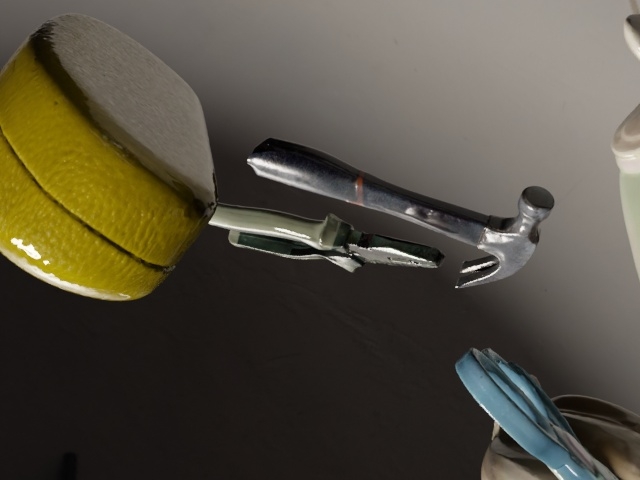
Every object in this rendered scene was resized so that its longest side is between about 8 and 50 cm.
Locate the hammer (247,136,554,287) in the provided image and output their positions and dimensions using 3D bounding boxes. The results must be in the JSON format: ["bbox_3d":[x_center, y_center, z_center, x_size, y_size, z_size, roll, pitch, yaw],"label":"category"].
[{"bbox_3d":[0.068,-0.036,0.943,0.289,0.137,0.037,18,48,5],"label":"hammer"}]

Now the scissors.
[{"bbox_3d":[0.188,0.171,0.645,0.030,0.125,0.256,-45,72,12],"label":"scissors"}]

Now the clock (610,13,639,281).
[{"bbox_3d":[0.165,0.002,0.322,0.062,0.151,0.191,-39,45,38],"label":"clock"}]

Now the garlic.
[{"bbox_3d":[0.304,0.306,1.163,0.237,0.292,0.210,-21,125,-21],"label":"garlic"}]

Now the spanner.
[{"bbox_3d":[0.000,0.000,1.128,0.324,0.095,0.040,9,70,37],"label":"spanner"}]

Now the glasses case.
[{"bbox_3d":[-0.191,-0.076,0.783,0.173,0.371,0.141,38,101,-21],"label":"glasses case"}]
